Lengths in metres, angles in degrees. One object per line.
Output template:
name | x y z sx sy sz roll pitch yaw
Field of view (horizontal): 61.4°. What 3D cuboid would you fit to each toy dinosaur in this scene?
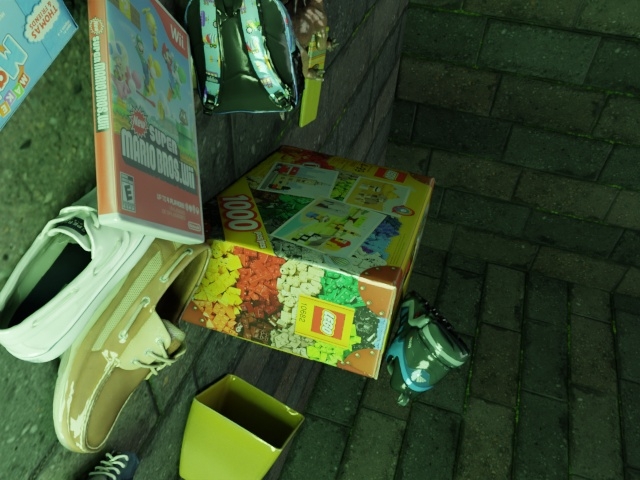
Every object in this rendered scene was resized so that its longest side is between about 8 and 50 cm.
toy dinosaur | -0.061 -0.381 0.968 0.295 0.127 0.200 -64 162 7

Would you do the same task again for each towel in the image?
towel | -0.021 -0.409 1.347 0.102 0.021 0.237 -47 151 -56

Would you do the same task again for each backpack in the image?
backpack | -0.105 -0.275 0.761 0.116 0.159 0.173 -72 158 -54

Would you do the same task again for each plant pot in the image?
plant pot | -0.189 0.453 1.200 0.187 0.212 0.212 -64 169 6

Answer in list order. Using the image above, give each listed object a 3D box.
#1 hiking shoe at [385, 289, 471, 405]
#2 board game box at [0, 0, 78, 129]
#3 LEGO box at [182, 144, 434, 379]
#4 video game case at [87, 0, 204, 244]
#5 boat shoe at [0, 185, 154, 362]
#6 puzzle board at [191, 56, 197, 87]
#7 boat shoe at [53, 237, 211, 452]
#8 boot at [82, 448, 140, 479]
hiking shoe | 0.160 0.174 0.938 0.132 0.113 0.304 -46 177 6
board game box | -0.274 -0.187 0.384 0.211 0.039 0.160 81 26 -61
LEGO box | 0.000 0.000 1.074 0.500 0.373 0.193 -56 157 -59
video game case | -0.191 -0.145 0.610 0.204 0.025 0.284 29 55 -78
boat shoe | -0.252 0.005 0.582 0.084 0.095 0.258 92 15 -61
puzzle board | -0.169 -0.296 0.813 0.096 0.011 0.128 -43 145 -67
boat shoe | -0.242 0.124 0.719 0.123 0.117 0.324 68 38 -71
boot | -0.319 0.347 0.791 0.190 0.069 0.086 100 3 -62
